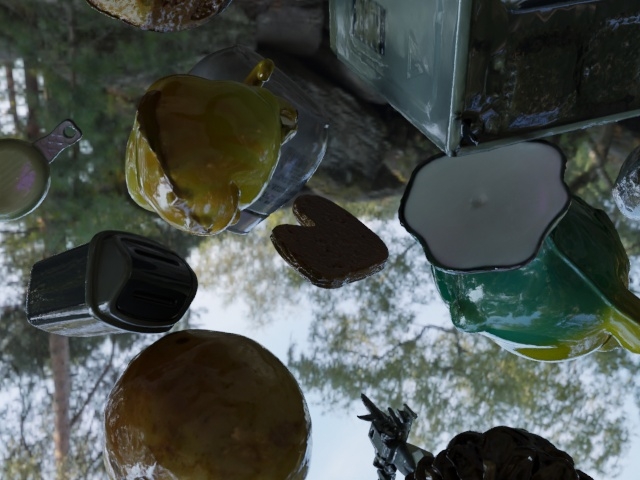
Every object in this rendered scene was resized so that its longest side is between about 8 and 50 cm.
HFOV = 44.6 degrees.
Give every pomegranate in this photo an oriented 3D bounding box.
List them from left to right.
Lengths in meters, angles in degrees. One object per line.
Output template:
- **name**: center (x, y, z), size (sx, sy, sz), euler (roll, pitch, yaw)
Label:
- **pomegranate**: center (-0.173, 0.332, 1.376), size (0.411, 0.409, 0.410), euler (5, -149, -3)

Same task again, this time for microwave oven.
- **microwave oven**: center (0.145, -0.288, 0.601), size (0.219, 0.354, 0.286), euler (-14, -145, -17)

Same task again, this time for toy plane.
- **toy plane**: center (0.122, 0.376, 1.514), size (0.088, 0.192, 0.262), euler (0, -156, -33)

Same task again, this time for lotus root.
- **lotus root**: center (0.656, -0.113, 1.553), size (0.140, 0.158, 0.322), euler (2, 167, 0)

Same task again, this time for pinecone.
- **pinecone**: center (0.293, 0.499, 1.262), size (0.398, 0.397, 0.397), euler (5, -149, -3)

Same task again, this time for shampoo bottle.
- **shampoo bottle**: center (-0.142, -0.171, 1.342), size (0.273, 0.266, 0.273), euler (39, -168, -10)

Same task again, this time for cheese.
- **cheese**: center (-0.515, -0.131, 1.357), size (0.227, 0.137, 0.064), euler (-40, -165, -9)

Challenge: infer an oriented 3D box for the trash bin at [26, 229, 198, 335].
- **trash bin**: center (-0.392, 0.090, 1.455), size (0.291, 0.182, 0.209), euler (-13, 160, 34)

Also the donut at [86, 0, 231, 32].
- **donut**: center (-0.201, -0.329, 0.908), size (0.217, 0.141, 0.085), euler (12, -141, -35)

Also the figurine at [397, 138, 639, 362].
- **figurine**: center (0.251, 0.035, 0.962), size (0.324, 0.340, 0.231), euler (22, -104, 43)

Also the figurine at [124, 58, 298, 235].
- **figurine**: center (-0.085, -0.087, 0.671), size (0.156, 0.131, 0.246), euler (-23, -168, 18)

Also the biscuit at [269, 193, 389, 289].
- **biscuit**: center (-0.001, 0.002, 1.644), size (0.262, 0.052, 0.277), euler (36, -148, 24)
